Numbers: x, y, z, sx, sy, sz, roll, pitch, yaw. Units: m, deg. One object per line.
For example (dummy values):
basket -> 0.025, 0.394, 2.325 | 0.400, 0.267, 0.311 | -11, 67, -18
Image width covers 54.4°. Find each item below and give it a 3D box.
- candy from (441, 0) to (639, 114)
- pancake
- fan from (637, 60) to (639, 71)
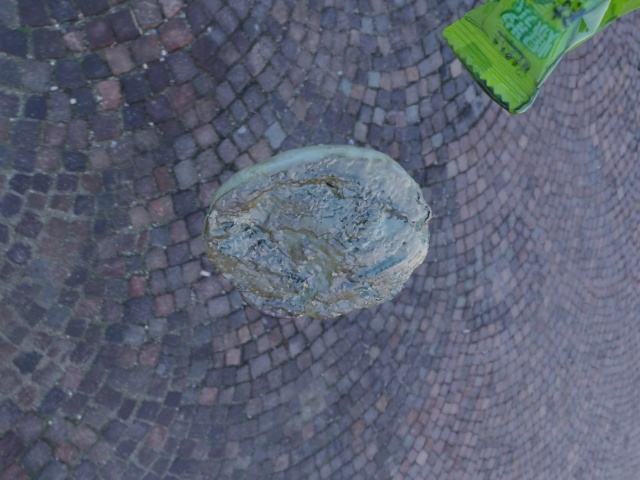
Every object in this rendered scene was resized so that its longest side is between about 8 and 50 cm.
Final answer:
candy -> 0.267, -0.261, 0.681 | 0.246, 0.149, 0.069 | -35, 149, 4
pancake -> 0.000, 0.002, 0.921 | 0.356, 0.356, 0.065 | 43, 28, -37
fan -> 0.426, -0.237, 0.634 | 0.009, 0.220, 0.132 | 26, 55, -27
